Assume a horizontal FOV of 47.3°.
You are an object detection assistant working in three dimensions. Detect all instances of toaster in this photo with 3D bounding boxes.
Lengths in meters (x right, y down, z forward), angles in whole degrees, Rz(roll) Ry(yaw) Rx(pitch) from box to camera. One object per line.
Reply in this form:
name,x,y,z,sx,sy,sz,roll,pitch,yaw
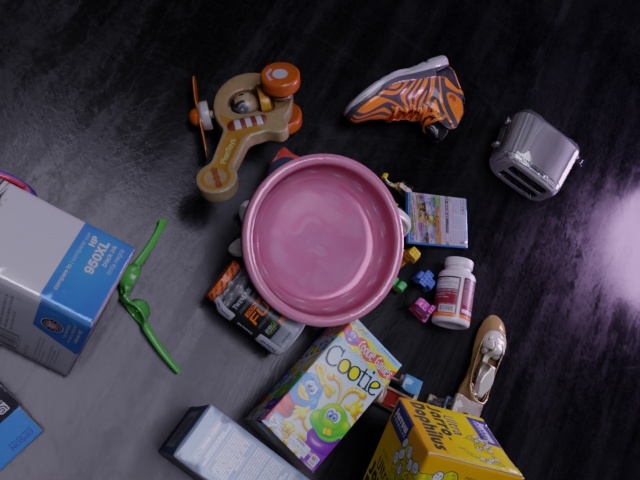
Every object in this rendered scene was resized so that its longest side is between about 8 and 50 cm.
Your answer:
toaster,0.519,-0.198,1.774,0.227,0.129,0.146,34,72,-12

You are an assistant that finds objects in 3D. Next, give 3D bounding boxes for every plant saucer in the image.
plant saucer,0.000,0.000,1.427,0.332,0.084,0.332,0,89,-20

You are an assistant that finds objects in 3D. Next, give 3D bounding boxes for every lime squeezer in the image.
lime squeezer,-0.343,0.111,1.432,0.110,0.058,0.311,6,71,-50

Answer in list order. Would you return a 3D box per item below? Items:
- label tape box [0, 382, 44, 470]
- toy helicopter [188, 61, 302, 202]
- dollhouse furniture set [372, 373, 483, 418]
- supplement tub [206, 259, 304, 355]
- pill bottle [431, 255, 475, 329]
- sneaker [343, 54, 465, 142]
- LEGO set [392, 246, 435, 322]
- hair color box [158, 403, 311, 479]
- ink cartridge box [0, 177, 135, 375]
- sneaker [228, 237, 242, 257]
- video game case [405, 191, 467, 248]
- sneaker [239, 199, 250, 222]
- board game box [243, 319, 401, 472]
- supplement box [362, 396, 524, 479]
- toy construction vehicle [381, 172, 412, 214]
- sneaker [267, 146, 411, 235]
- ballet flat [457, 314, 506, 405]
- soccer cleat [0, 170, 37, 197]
label tape box,-0.670,0.283,1.212,0.240,0.105,0.334,-44,126,-24
toy helicopter,-0.184,-0.224,1.501,0.234,0.140,0.355,11,54,9
dollhouse furniture set,0.211,0.366,1.522,0.183,0.129,0.129,29,69,-13
supplement tub,-0.127,0.132,1.461,0.190,0.117,0.117,37,68,-8
pill bottle,0.301,0.118,1.638,0.086,0.086,0.152,17,72,-16
sneaker,0.216,-0.300,1.685,0.321,0.124,0.180,-27,87,-24
LEGO set,0.191,0.068,1.605,0.227,0.093,0.087,44,67,-5
hair color box,-0.108,0.460,1.352,0.374,0.185,0.114,40,67,-7
ink cartridge box,-0.549,0.037,1.225,0.394,0.285,0.166,29,55,-12
sneaker,-0.112,0.035,1.509,0.058,0.152,0.085,-73,150,-45
video game case,0.269,-0.046,1.687,0.166,0.015,0.119,5,81,-27
sneaker,-0.076,-0.028,1.550,0.212,0.080,0.094,39,56,-15
board game box,0.005,0.303,1.454,0.144,0.142,0.275,46,67,-5
supplement box,0.189,0.511,1.363,0.195,0.194,0.357,18,103,-15
toy construction vehicle,0.167,-0.097,1.671,0.098,0.035,0.086,33,69,-19
sneaker,0.046,-0.107,1.585,0.350,0.131,0.148,22,44,-26
ballet flat,0.377,0.272,1.636,0.080,0.073,0.232,28,69,-12
soccer cleat,-0.671,-0.115,1.319,0.318,0.116,0.109,20,71,-15
